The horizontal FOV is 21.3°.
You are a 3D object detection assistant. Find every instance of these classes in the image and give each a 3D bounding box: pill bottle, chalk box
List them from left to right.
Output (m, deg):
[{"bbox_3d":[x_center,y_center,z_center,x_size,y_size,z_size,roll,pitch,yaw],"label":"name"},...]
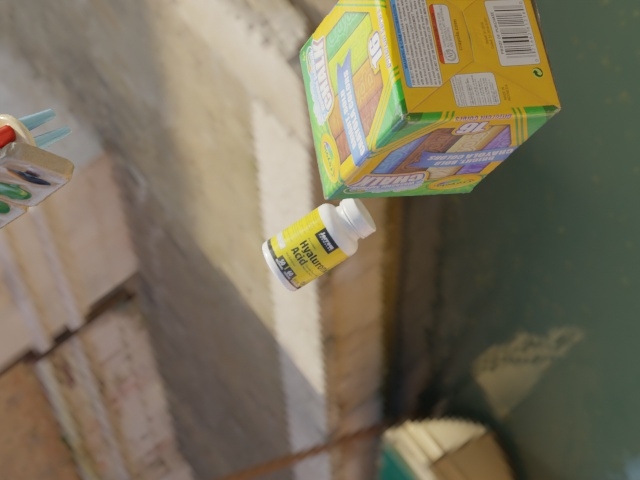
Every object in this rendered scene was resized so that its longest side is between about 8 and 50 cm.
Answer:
[{"bbox_3d":[0.000,0.000,1.853,0.065,0.116,0.065,53,-168,-16],"label":"pill bottle"},{"bbox_3d":[0.069,-0.113,1.307,0.213,0.132,0.132,135,128,-61],"label":"chalk box"}]

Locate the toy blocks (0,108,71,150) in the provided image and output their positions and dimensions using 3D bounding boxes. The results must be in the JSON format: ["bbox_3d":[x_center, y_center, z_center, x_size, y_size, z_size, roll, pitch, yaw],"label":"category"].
[{"bbox_3d":[-0.263,-0.075,1.200,0.123,0.148,0.054,38,133,22],"label":"toy blocks"}]

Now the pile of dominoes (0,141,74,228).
[{"bbox_3d":[-0.235,-0.025,0.743,0.196,0.040,0.251,21,159,-22],"label":"pile of dominoes"}]
